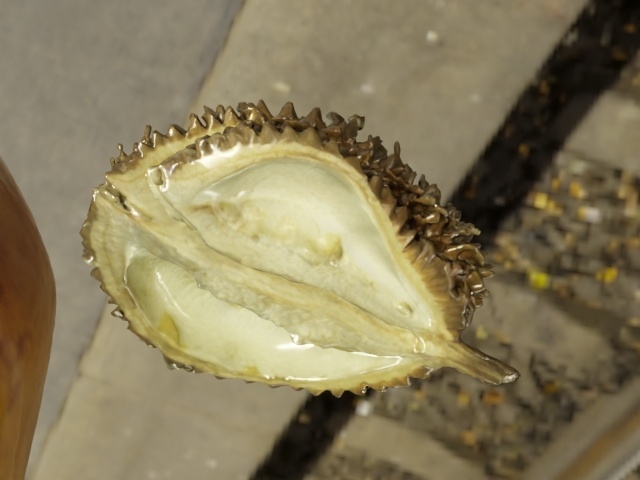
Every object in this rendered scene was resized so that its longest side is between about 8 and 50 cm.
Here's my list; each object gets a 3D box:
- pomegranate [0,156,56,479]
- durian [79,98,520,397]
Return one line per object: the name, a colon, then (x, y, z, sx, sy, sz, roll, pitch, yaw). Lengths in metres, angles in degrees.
pomegranate: (-0.208, 0.043, 0.606, 0.248, 0.248, 0.248, 10, 144, 7)
durian: (0.001, -0.002, 0.551, 0.140, 0.071, 0.110, 24, 142, -9)
